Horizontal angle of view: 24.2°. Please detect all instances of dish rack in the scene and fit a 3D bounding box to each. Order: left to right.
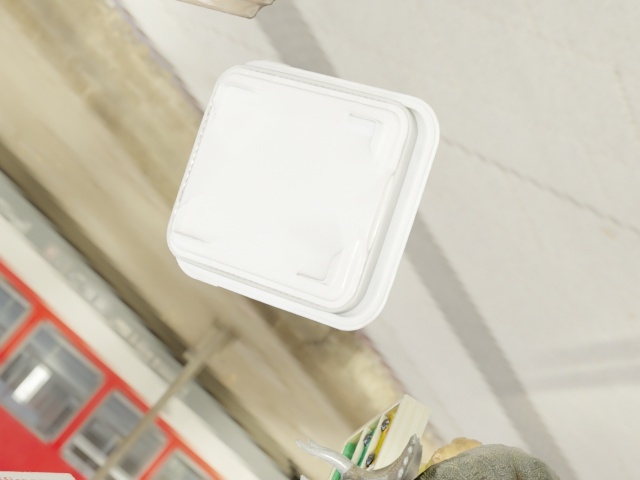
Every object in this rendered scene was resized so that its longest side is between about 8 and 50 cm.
[{"bbox_3d":[-0.040,-0.067,1.765,0.332,0.286,0.072,18,178,35],"label":"dish rack"}]

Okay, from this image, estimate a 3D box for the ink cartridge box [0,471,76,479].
[{"bbox_3d":[-0.416,0.495,2.208,0.198,0.197,0.270,11,-161,-46],"label":"ink cartridge box"}]

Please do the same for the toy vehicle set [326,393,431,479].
[{"bbox_3d":[0.027,0.306,1.604,0.035,0.267,0.166,31,145,-8],"label":"toy vehicle set"}]

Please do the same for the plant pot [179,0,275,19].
[{"bbox_3d":[-0.090,-0.214,0.996,0.237,0.110,0.237,15,-172,-2],"label":"plant pot"}]

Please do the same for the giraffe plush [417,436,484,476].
[{"bbox_3d":[0.123,0.337,2.056,0.170,0.181,0.210,19,168,21],"label":"giraffe plush"}]

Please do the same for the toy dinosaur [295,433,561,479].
[{"bbox_3d":[0.142,0.228,1.215,0.313,0.160,0.121,1,165,-25],"label":"toy dinosaur"}]
